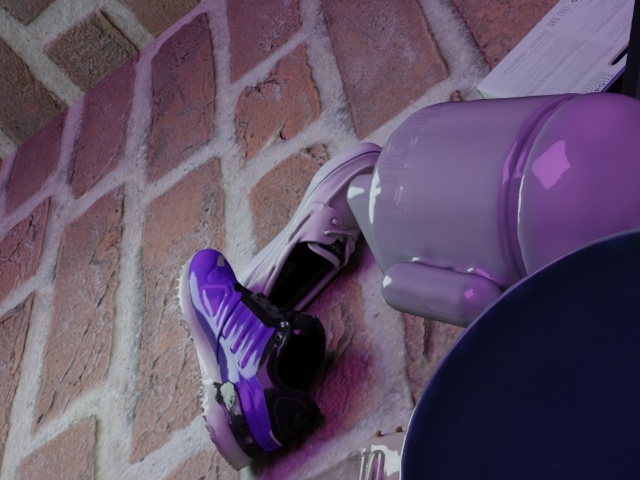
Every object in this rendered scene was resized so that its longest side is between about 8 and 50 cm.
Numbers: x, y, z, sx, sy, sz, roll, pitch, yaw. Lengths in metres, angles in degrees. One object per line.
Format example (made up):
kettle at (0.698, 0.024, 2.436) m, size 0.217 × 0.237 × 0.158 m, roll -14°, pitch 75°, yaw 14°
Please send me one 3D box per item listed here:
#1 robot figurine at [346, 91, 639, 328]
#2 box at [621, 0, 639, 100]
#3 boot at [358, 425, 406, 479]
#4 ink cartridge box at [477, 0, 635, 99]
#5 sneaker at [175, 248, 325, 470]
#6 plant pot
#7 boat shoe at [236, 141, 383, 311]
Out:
robot figurine at (0.181, -0.024, 1.108) m, size 0.353 × 0.200 × 0.300 m, roll 3°, pitch 40°, yaw 50°
box at (0.410, -0.147, 1.151) m, size 0.293 × 0.073 × 0.296 m, roll -12°, pitch 55°, yaw 47°
boot at (0.122, 0.168, 1.147) m, size 0.165 × 0.077 × 0.213 m, roll -19°, pitch 35°, yaw 43°
ink cartridge box at (0.319, -0.222, 1.489) m, size 0.223 × 0.045 × 0.224 m, roll -45°, pitch 27°, yaw -5°
sneaker at (-0.066, 0.110, 1.437) m, size 0.146 × 0.102 × 0.293 m, roll -28°, pitch 48°, yaw 11°
plant pot at (0.228, 0.160, 0.873) m, size 0.290 × 0.195 × 0.290 m, roll -33°, pitch 27°, yaw 20°
boat shoe at (0.000, 0.000, 1.542) m, size 0.267 × 0.096 × 0.088 m, roll -45°, pitch 33°, yaw -1°
